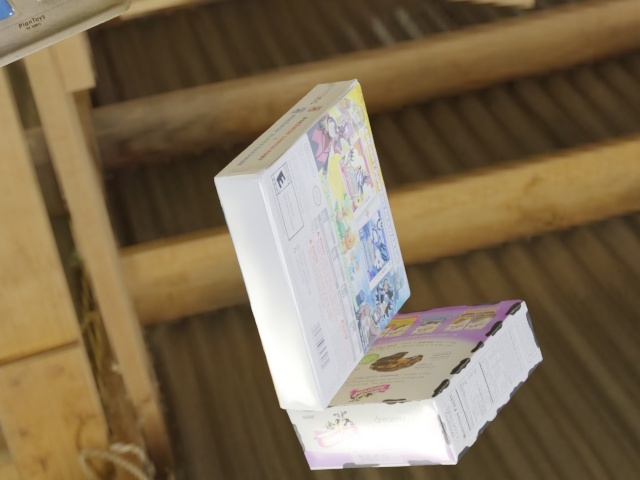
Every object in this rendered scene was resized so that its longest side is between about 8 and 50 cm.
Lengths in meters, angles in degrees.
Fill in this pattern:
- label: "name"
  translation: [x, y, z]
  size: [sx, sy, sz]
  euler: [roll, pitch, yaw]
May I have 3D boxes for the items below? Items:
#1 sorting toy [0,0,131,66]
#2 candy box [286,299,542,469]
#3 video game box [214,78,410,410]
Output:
- label: "sorting toy"
  translation: [-0.267, -0.308, 1.366]
  size: [0.307, 0.229, 0.041]
  euler: [-28, -160, -22]
- label: "candy box"
  translation: [0.091, 0.135, 1.351]
  size: [0.165, 0.070, 0.196]
  euler: [-8, -160, 37]
- label: "video game box"
  translation: [0.000, 0.000, 1.142]
  size: [0.048, 0.205, 0.187]
  euler: [0, -153, 30]
